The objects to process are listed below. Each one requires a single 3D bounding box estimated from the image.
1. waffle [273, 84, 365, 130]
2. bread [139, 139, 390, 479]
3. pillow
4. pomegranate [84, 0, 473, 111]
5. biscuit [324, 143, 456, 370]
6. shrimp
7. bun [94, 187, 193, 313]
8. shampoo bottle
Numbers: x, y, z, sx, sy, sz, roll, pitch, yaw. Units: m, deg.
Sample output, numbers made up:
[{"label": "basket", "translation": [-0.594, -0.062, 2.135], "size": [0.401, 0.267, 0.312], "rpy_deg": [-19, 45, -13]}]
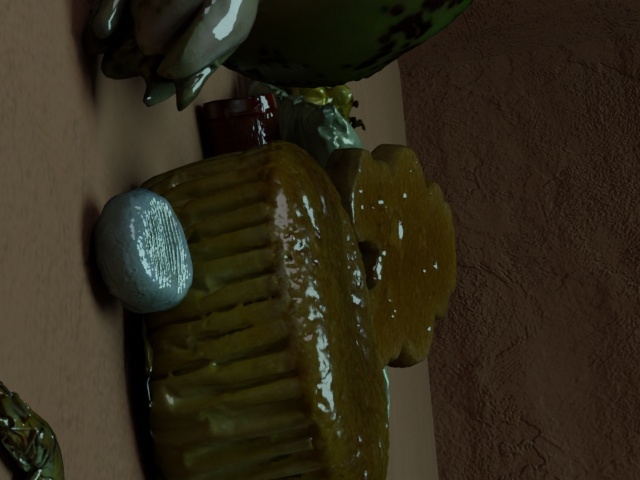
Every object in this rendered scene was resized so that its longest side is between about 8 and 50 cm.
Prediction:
[{"label": "waffle", "translation": [0.006, -0.060, 1.854], "size": [0.260, 0.069, 0.293], "rpy_deg": [-137, -146, -70]}, {"label": "bread", "translation": [-0.039, 0.067, 1.254], "size": [0.227, 0.142, 0.253], "rpy_deg": [57, 27, -59]}, {"label": "pillow", "translation": [0.001, 0.001, 1.665], "size": [0.281, 0.076, 0.274], "rpy_deg": [-148, -131, -73]}, {"label": "pomegranate", "translation": [-0.043, -0.210, 1.258], "size": [0.341, 0.285, 0.285], "rpy_deg": [-48, 136, -41]}, {"label": "biscuit", "translation": [0.053, 0.015, 1.499], "size": [0.295, 0.044, 0.186], "rpy_deg": [2, 87, -72]}, {"label": "shrimp", "translation": [-0.135, 0.115, 0.872], "size": [0.114, 0.023, 0.083], "rpy_deg": [79, 9, -53]}, {"label": "bun", "translation": [-0.109, 0.008, 1.127], "size": [0.083, 0.045, 0.083], "rpy_deg": [-18, 90, -71]}, {"label": "shampoo bottle", "translation": [-0.046, 0.011, 1.559], "size": [0.102, 0.064, 0.260], "rpy_deg": [-121, -158, -85]}]
